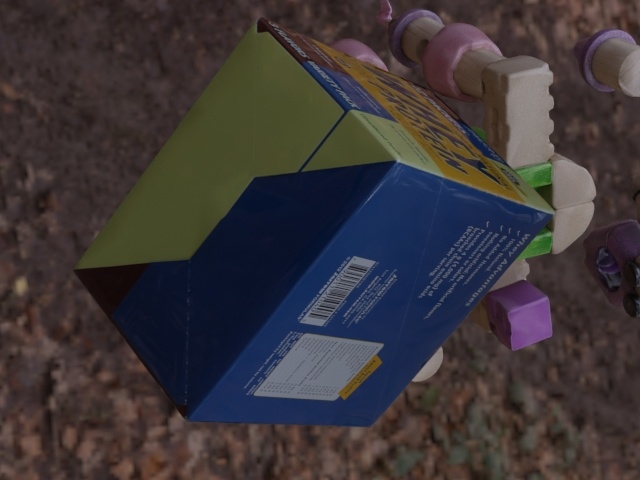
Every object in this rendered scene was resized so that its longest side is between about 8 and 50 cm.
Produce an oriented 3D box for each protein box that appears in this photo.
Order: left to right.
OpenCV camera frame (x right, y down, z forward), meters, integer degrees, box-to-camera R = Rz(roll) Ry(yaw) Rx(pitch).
[{"bbox_3d":[0.000,0.000,0.881,0.136,0.200,0.201,48,19,29],"label":"protein box"}]

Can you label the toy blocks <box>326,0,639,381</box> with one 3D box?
[{"bbox_3d":[0.135,-0.068,1.278,0.260,0.309,0.289,-139,-141,-59],"label":"toy blocks"}]
